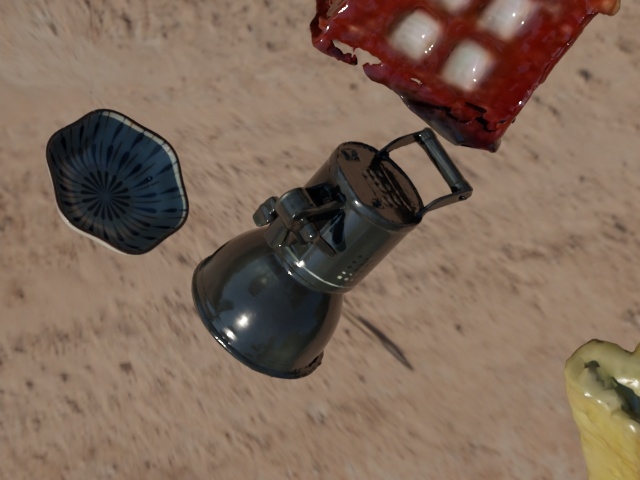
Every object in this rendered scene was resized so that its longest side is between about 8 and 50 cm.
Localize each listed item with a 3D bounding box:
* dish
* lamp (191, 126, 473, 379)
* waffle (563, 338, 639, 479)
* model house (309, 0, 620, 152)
[{"bbox_3d":[-0.252,-0.060,1.653,0.190,0.066,0.191,16,59,-29],"label":"dish"},{"bbox_3d":[0.000,0.000,1.232,0.227,0.172,0.147,-48,60,32],"label":"lamp"},{"bbox_3d":[0.270,0.066,0.819,0.348,0.077,0.304,-48,142,-24],"label":"waffle"},{"bbox_3d":[0.121,-0.223,0.913,0.160,0.196,0.254,25,127,-14],"label":"model house"}]
